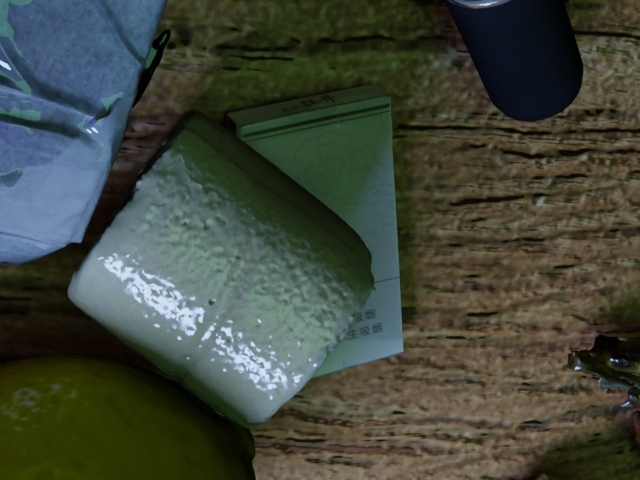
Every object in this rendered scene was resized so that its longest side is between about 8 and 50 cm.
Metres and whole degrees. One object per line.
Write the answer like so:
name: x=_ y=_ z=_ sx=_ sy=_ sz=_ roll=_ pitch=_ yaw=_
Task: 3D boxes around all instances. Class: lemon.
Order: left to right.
lemon: x=-0.170 y=0.200 z=0.627 sx=0.320 sy=0.245 sz=0.245 roll=-34 pitch=120 yaw=-15

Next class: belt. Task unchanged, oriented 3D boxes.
belt: x=-0.149 y=-0.117 z=0.552 sx=0.164 sy=0.184 sz=0.289 roll=13 pitch=109 yaw=-33

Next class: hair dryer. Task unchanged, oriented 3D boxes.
hair dryer: x=0.199 y=-0.191 z=0.717 sx=0.255 sy=0.070 sz=0.128 roll=-37 pitch=140 yaw=-3

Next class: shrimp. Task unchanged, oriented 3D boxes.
shrimp: x=0.302 y=0.141 z=0.927 sx=0.287 sy=0.063 sz=0.152 roll=11 pitch=116 yaw=-29

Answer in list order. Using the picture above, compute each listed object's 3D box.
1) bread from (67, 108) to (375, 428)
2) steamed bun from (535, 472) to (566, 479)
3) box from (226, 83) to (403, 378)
bread: x=-0.059 y=0.015 z=0.639 sx=0.141 sy=0.148 sz=0.134 roll=38 pitch=90 yaw=-9
steamed bun: x=0.187 y=0.285 z=0.903 sx=0.192 sy=0.106 sz=0.177 roll=32 pitch=84 yaw=-21
box: x=0.000 y=0.000 z=0.750 sx=0.109 sy=0.029 sz=0.198 roll=-14 pitch=116 yaw=-19
